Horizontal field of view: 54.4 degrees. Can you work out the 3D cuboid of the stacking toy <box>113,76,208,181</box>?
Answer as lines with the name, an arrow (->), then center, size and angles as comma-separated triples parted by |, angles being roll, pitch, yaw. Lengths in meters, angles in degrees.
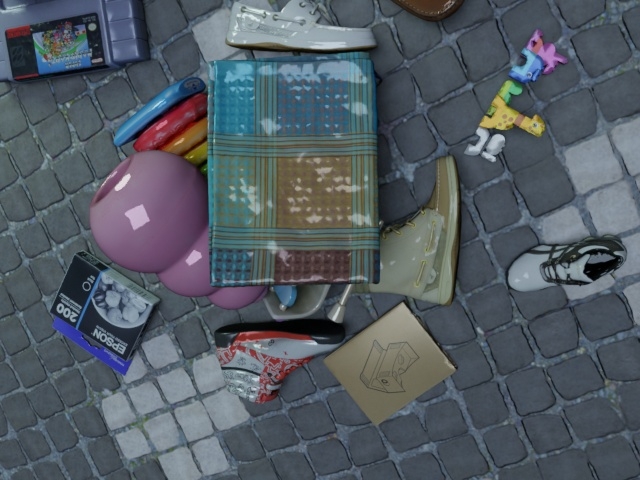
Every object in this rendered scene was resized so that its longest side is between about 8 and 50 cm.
stacking toy -> -0.213, -0.133, 1.153 | 0.165, 0.175, 0.302 | -31, 102, 21

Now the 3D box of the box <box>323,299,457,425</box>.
box -> 0.130, 0.234, 1.178 | 0.201, 0.021, 0.164 | -39, 88, 17

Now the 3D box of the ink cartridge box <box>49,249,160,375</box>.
ink cartridge box -> -0.467, 0.160, 1.317 | 0.206, 0.045, 0.208 | 31, 107, 8

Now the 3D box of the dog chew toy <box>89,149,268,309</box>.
dog chew toy -> -0.220, 0.001, 1.061 | 0.206, 0.207, 0.332 | -39, 120, 18

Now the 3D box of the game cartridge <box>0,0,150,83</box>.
game cartridge -> -0.514, -0.439, 1.217 | 0.354, 0.068, 0.230 | -4, 95, 16

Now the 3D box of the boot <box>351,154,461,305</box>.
boot -> 0.142, -0.022, 1.094 | 0.203, 0.095, 0.262 | 5, 105, 16

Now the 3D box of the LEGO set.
LEGO set -> 0.330, -0.219, 1.008 | 0.093, 0.087, 0.227 | 31, 107, 9

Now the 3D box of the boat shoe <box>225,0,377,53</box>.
boat shoe -> -0.035, -0.375, 1.074 | 0.277, 0.098, 0.096 | 9, 103, 15

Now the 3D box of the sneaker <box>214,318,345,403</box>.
sneaker -> -0.072, 0.234, 1.199 | 0.270, 0.090, 0.145 | -4, 100, 20

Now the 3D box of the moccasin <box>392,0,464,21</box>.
moccasin -> 0.100, -0.517, 0.986 | 0.139, 0.147, 0.380 | -29, 91, 18

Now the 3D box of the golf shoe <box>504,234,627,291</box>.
golf shoe -> 0.403, 0.041, 1.032 | 0.198, 0.094, 0.077 | -21, 95, 19

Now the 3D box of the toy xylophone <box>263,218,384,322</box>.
toy xylophone -> 0.000, 0.000, 1.084 | 0.081, 0.236, 0.323 | 15, 100, -26

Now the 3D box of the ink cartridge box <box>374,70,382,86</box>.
ink cartridge box -> 0.012, -0.226, 1.088 | 0.207, 0.097, 0.046 | -42, 87, 17

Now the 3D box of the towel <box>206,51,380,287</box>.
towel -> -0.043, -0.114, 0.973 | 0.271, 0.040, 0.370 | -2, 81, 2
